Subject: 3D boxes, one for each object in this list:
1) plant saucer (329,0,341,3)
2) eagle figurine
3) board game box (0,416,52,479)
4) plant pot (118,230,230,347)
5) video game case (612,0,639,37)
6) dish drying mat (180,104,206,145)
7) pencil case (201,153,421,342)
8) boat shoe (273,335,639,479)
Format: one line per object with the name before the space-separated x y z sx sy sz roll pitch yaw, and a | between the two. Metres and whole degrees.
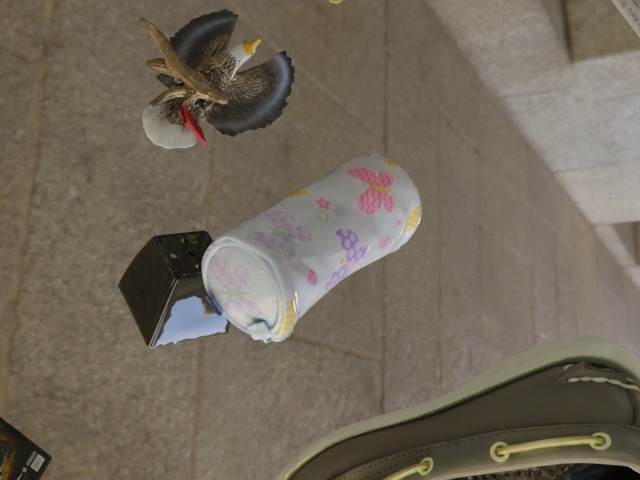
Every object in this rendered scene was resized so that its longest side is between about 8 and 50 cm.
plant saucer | 0.035 -0.415 0.981 0.188 0.188 0.045 52 12 7
eagle figurine | -0.182 -0.296 1.427 0.298 0.225 0.226 -60 146 -71
board game box | -0.347 0.244 0.744 0.126 0.026 0.186 49 37 -22
plant pot | -0.285 0.084 1.651 0.188 0.167 0.188 -7 46 -36
video game case | 0.293 -0.144 0.649 0.119 0.015 0.166 28 34 -29
dish drying mat | -0.185 -0.166 1.164 0.083 0.008 0.032 57 13 -71
pencil case | 0.000 0.000 0.876 0.273 0.113 0.124 -35 88 -43
boat shoe | 0.068 0.167 0.503 0.109 0.305 0.091 47 25 -20
